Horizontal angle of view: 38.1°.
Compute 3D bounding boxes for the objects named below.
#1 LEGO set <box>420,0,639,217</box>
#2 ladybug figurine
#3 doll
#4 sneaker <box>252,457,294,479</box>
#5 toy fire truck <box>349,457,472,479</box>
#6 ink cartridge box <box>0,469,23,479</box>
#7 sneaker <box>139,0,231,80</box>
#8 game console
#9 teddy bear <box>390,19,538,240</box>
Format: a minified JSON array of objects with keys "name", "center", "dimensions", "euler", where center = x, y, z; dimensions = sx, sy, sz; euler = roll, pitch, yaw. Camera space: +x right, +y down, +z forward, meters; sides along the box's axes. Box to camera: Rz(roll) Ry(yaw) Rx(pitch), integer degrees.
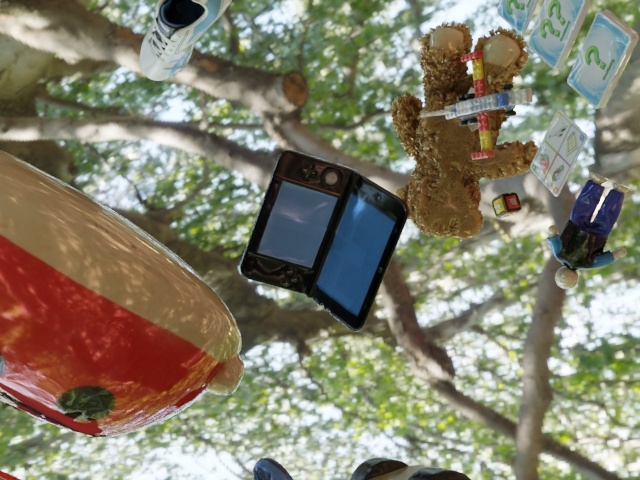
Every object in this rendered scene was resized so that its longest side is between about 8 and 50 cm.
[{"name":"LEGO set","center":[0.193,-0.143,0.926],"dimensions":[0.060,0.244,0.182],"euler":[-8,-134,-28]},{"name":"ladybug figurine","center":[-0.281,0.043,0.819],"dimensions":[0.449,0.305,0.162],"euler":[24,-113,8]},{"name":"doll","center":[0.428,-0.007,1.477],"dimensions":[0.129,0.189,0.046],"euler":[23,-167,2]},{"name":"sneaker","center":[-0.050,0.297,0.987],"dimensions":[0.059,0.053,0.144],"euler":[-5,-131,-26]},{"name":"toy fire truck","center":[0.037,0.301,0.657],"dimensions":[0.217,0.158,0.246],"euler":[-12,-92,-26]},{"name":"ink cartridge box","center":[-0.467,0.522,1.435],"dimensions":[0.066,0.296,0.261],"euler":[22,-92,-80]},{"name":"sneaker","center":[-0.203,-0.296,1.276],"dimensions":[0.086,0.237,0.085],"euler":[-27,-97,-40]},{"name":"game console","center":[0.000,0.000,0.920],"dimensions":[0.124,0.144,0.085],"euler":[16,-163,-16]},{"name":"teddy bear","center":[0.222,-0.174,1.455],"dimensions":[0.113,0.245,0.338],"euler":[-33,-64,-70]}]
